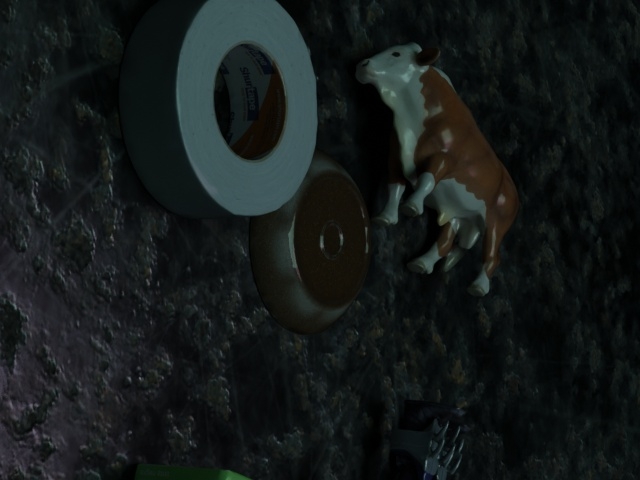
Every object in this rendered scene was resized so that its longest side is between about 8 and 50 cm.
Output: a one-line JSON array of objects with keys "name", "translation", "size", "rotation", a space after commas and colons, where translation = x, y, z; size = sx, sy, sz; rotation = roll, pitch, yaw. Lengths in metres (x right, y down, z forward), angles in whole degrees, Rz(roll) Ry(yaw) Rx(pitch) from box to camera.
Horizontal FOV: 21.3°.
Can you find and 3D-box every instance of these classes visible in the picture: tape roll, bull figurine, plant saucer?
[{"name": "tape roll", "translation": [-0.093, -0.129, 1.611], "size": [0.219, 0.072, 0.219], "rotation": [2, 88, -54]}, {"name": "bull figurine", "translation": [0.132, -0.079, 1.903], "size": [0.310, 0.101, 0.188], "rotation": [44, 59, -42]}, {"name": "plant saucer", "translation": [0.000, 0.000, 1.770], "size": [0.198, 0.036, 0.199], "rotation": [0, 90, -54]}]

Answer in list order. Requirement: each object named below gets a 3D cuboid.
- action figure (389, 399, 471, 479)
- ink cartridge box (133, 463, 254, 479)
[{"name": "action figure", "translation": [0.089, 0.319, 1.839], "size": [0.185, 0.099, 0.285], "rotation": [42, 60, -56]}, {"name": "ink cartridge box", "translation": [-0.097, 0.362, 1.557], "size": [0.198, 0.114, 0.273], "rotation": [33, 63, -49]}]
